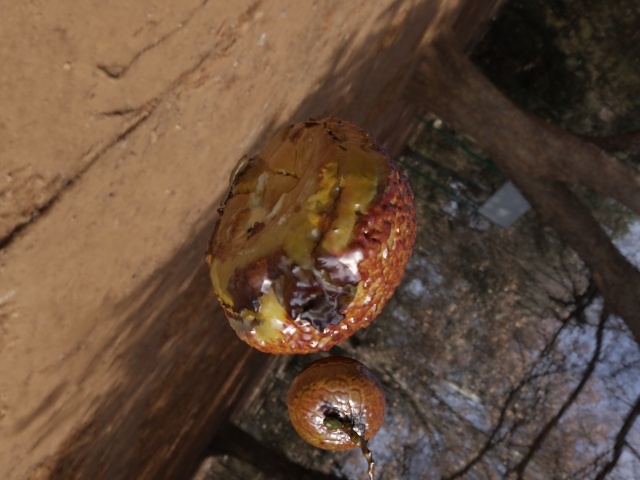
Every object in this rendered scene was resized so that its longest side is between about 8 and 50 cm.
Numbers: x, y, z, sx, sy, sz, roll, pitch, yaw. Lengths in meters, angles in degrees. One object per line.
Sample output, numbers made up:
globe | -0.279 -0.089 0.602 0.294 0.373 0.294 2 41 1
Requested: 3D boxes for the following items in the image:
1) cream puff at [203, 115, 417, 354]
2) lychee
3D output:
cream puff | -0.003 0.004 1.066 0.350 0.229 0.350 -37 -147 29
lychee | 0.024 0.177 0.826 0.101 0.114 0.140 -43 -152 -20
